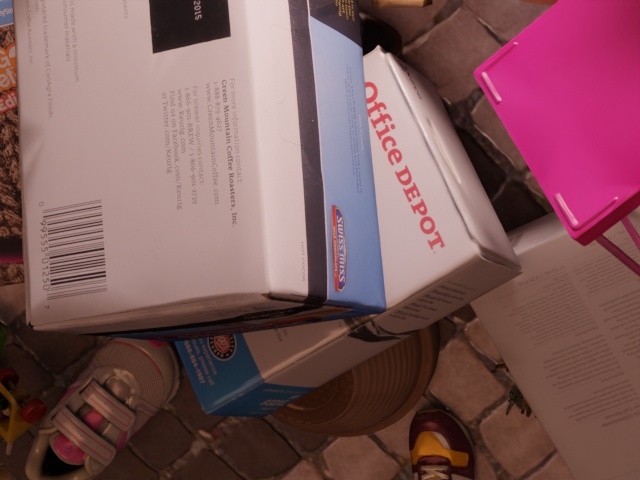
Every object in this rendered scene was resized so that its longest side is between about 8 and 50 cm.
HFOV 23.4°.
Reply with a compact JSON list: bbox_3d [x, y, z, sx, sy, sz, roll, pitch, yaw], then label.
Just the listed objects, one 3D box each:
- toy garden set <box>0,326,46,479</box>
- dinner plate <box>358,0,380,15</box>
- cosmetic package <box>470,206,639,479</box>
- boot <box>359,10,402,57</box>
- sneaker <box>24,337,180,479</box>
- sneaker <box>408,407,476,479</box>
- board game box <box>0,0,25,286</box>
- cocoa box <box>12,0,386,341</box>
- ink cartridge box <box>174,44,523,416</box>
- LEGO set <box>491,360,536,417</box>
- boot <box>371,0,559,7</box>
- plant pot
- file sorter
[{"bbox_3d":[-0.407,0.201,1.759,0.204,0.049,0.244,42,125,32],"label":"toy garden set"},{"bbox_3d":[0.007,-0.270,1.467,0.141,0.017,0.141,8,118,17],"label":"dinner plate"},{"bbox_3d":[0.361,0.068,1.452,0.377,0.097,0.284,-25,102,27],"label":"cosmetic package"},{"bbox_3d":[-0.025,-0.169,1.500,0.219,0.082,0.106,4,147,12],"label":"boot"},{"bbox_3d":[-0.245,0.199,1.718,0.103,0.111,0.252,36,120,1],"label":"sneaker"},{"bbox_3d":[0.129,0.269,1.634,0.070,0.084,0.185,-6,112,22],"label":"sneaker"},{"bbox_3d":[-0.309,-0.115,1.578,0.232,0.141,0.291,-10,110,23],"label":"board game box"},{"bbox_3d":[-0.100,-0.098,1.312,0.231,0.228,0.347,-9,80,24],"label":"cocoa box"},{"bbox_3d":[0.000,0.000,1.454,0.307,0.129,0.223,-31,69,19],"label":"ink cartridge box"},{"bbox_3d":[0.212,0.155,1.592,0.054,0.023,0.083,-16,94,23],"label":"LEGO set"},{"bbox_3d":[0.173,-0.312,1.345,0.295,0.104,0.211,0,102,8],"label":"boot"},{"bbox_3d":[-0.004,0.115,1.597,0.237,0.110,0.237,8,117,16],"label":"plant pot"},{"bbox_3d":[0.321,-0.127,1.271,0.291,0.202,0.182,-39,139,18],"label":"file sorter"}]
